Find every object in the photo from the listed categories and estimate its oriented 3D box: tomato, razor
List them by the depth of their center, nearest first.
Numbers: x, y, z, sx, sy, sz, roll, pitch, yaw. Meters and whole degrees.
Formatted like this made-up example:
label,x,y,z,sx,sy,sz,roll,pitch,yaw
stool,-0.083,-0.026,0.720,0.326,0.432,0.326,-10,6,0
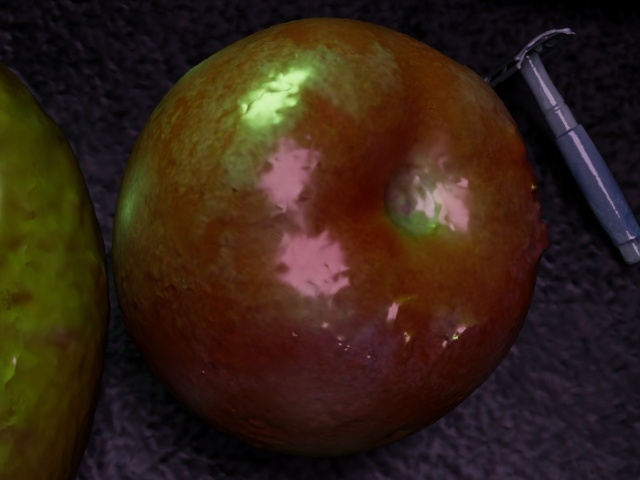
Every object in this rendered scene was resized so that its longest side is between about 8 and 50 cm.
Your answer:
label,x,y,z,sx,sy,sz,roll,pitch,yaw
tomato,0.000,0.000,0.773,0.208,0.184,0.208,8,74,-29
razor,0.143,-0.047,0.883,0.040,0.068,0.135,-29,90,-13

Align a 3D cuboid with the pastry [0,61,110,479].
label,x,y,z,sx,sy,sz,roll,pitch,yaw
pastry,-0.261,0.025,0.720,0.356,0.164,0.356,7,73,-24
